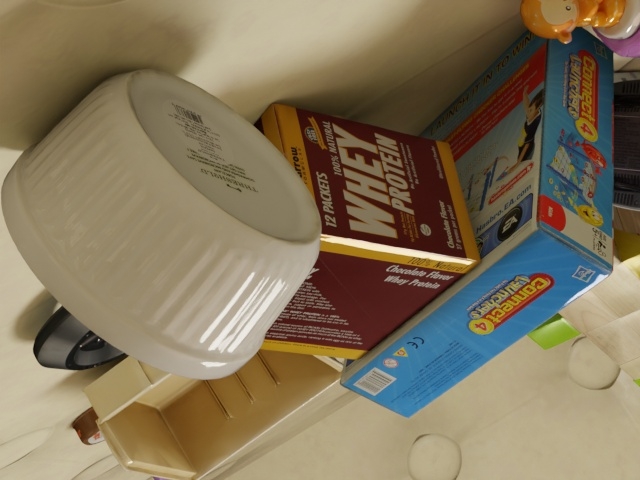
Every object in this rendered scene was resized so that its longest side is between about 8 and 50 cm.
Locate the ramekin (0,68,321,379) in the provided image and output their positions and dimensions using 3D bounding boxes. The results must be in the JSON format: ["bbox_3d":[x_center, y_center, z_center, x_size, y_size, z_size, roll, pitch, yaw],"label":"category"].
[{"bbox_3d":[-0.095,-0.019,0.826,0.109,0.207,0.207,-47,162,21],"label":"ramekin"}]

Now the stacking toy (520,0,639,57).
[{"bbox_3d":[0.312,-0.227,1.159,0.302,0.175,0.166,-9,163,-27],"label":"stacking toy"}]

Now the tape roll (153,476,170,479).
[{"bbox_3d":[-0.173,0.303,2.079,0.275,0.090,0.275,-31,168,-8],"label":"tape roll"}]

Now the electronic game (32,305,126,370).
[{"bbox_3d":[-0.182,0.059,1.239,0.229,0.048,0.229,-32,167,-8],"label":"electronic game"}]

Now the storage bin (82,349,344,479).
[{"bbox_3d":[-0.127,0.175,1.560,0.262,0.123,0.260,-35,161,4],"label":"storage bin"}]

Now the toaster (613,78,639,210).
[{"bbox_3d":[0.357,-0.088,1.237,0.146,0.129,0.227,6,-178,-33],"label":"toaster"}]

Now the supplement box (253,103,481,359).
[{"bbox_3d":[0.000,0.000,1.111,0.191,0.129,0.194,10,144,-32],"label":"supplement box"}]

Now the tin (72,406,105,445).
[{"bbox_3d":[-0.254,0.227,1.731,0.189,0.040,0.106,-27,162,-19],"label":"tin"}]

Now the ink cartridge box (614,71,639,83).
[{"bbox_3d":[0.392,-0.138,1.644,0.127,0.128,0.176,-40,164,32],"label":"ink cartridge box"}]

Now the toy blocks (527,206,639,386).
[{"bbox_3d":[0.320,-0.016,1.458,0.191,0.261,0.381,-28,138,25],"label":"toy blocks"}]

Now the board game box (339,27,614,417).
[{"bbox_3d":[0.156,-0.024,1.226,0.308,0.086,0.302,-44,-156,43],"label":"board game box"}]
